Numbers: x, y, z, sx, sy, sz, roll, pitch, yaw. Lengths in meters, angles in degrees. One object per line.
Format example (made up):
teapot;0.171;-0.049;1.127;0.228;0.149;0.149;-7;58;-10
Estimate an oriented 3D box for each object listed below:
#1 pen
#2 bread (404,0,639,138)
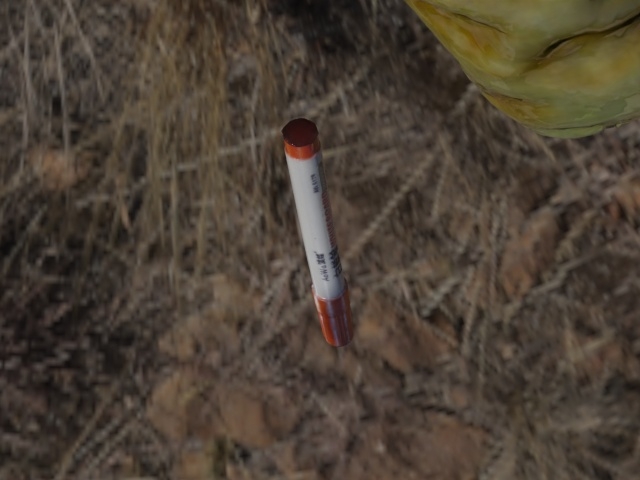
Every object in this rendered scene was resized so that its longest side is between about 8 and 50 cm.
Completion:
pen;0.000;0.000;1.283;0.028;0.028;0.239;-12;140;0
bread;0.002;-0.124;0.285;0.084;0.077;0.367;-38;144;6
